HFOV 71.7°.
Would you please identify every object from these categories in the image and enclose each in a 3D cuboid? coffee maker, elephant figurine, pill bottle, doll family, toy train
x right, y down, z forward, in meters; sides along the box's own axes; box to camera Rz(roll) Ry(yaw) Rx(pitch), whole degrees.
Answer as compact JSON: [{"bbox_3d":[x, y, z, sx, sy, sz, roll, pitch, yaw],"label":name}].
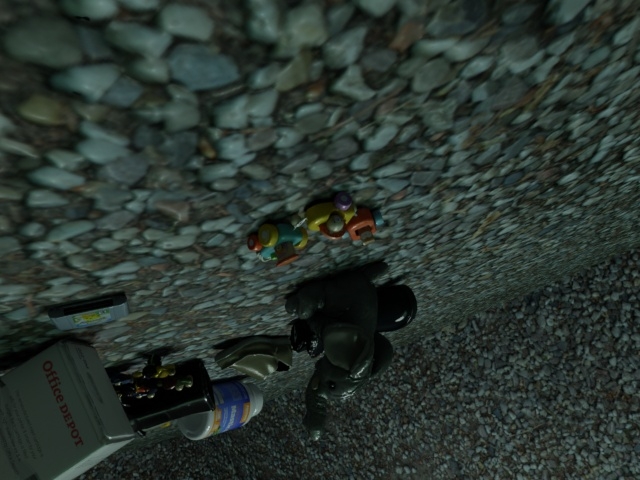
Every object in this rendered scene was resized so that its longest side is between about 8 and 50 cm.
[{"bbox_3d":[-0.339,0.353,0.995,0.178,0.120,0.171,-17,159,-9],"label":"coffee maker"},{"bbox_3d":[0.046,0.189,0.765,0.169,0.240,0.186,-6,155,-32],"label":"elephant figurine"},{"bbox_3d":[-0.312,0.536,1.431,0.152,0.153,0.272,-30,157,25],"label":"pill bottle"},{"bbox_3d":[-0.340,0.262,0.835,0.192,0.076,0.111,-16,164,-2],"label":"doll family"},{"bbox_3d":[0.000,0.000,0.526,0.166,0.046,0.125,-21,159,0],"label":"toy train"}]

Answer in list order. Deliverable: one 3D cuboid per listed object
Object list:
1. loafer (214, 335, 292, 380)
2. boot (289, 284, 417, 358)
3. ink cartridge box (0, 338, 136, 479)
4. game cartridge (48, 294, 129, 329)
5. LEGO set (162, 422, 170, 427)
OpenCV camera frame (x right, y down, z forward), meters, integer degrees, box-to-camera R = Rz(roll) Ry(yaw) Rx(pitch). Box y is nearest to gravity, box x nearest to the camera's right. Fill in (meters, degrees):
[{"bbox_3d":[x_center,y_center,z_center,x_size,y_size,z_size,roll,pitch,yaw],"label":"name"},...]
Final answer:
[{"bbox_3d":[-0.139,0.278,1.035,0.094,0.088,0.251,-31,157,26],"label":"loafer"},{"bbox_3d":[0.065,0.180,0.966,0.207,0.094,0.246,-9,163,-37],"label":"boot"},{"bbox_3d":[-0.389,0.260,0.591,0.217,0.159,0.092,-33,163,-8],"label":"ink cartridge box"},{"bbox_3d":[-0.277,0.088,0.537,0.083,0.017,0.056,-10,161,-24],"label":"game cartridge"},{"bbox_3d":[-0.468,0.475,1.217,0.227,0.093,0.087,-25,159,12],"label":"LEGO set"}]
